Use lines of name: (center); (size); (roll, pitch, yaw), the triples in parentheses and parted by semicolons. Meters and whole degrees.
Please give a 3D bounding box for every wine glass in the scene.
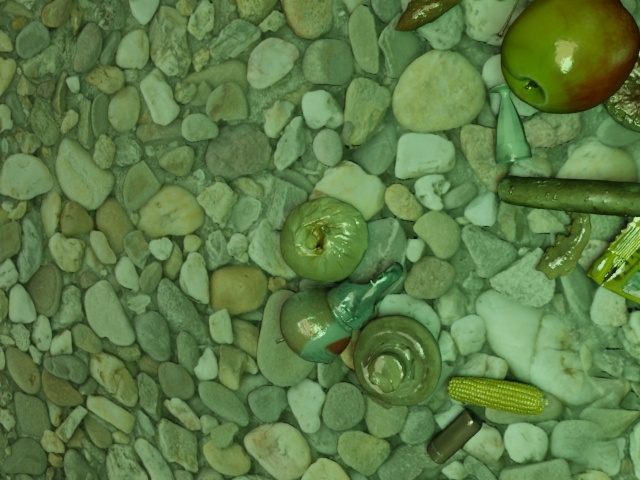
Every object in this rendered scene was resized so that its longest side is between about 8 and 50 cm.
wine glass: (0.387, -0.239, 1.086); (0.073, 0.073, 0.155); (-6, 90, 22)

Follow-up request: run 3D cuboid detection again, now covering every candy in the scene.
candy: (0.675, 0.083, 0.994); (0.297, 0.081, 0.187); (36, 107, 5)

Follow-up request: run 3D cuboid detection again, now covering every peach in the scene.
peach: (0.448, -0.344, 0.967); (0.231, 0.231, 0.231); (2, 96, 21)

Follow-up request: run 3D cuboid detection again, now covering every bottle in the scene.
bottle: (0.300, 0.442, 1.193); (0.053, 0.053, 0.140); (43, 108, 12)

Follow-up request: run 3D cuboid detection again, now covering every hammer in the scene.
hammer: (0.398, -0.478, 1.088); (0.029, 0.014, 0.123); (33, 109, 25)

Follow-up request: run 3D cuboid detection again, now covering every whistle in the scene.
whistle: (0.047, 0.166, 1.203); (0.347, 0.189, 0.189); (-31, 84, 14)

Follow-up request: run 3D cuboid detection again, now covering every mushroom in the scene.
mushroom: (0.160, 0.268, 1.154); (0.204, 0.204, 0.204); (2, 96, 21)

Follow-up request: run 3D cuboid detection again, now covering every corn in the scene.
corn: (0.379, 0.333, 1.144); (0.206, 0.067, 0.067); (3, 96, 22)

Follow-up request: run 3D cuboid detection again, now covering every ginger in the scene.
ginger: (0.503, 0.002, 1.076); (0.069, 0.051, 0.173); (28, 98, 28)

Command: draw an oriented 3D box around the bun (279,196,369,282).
bun: (0.000, 0.000, 1.229); (0.222, 0.127, 0.222); (3, 96, 24)

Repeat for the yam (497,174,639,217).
yam: (0.501, -0.085, 1.015); (0.317, 0.067, 0.071); (10, 64, 39)

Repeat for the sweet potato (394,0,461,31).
sweet potato: (0.246, -0.505, 1.121); (0.205, 0.060, 0.068); (-25, 120, 12)

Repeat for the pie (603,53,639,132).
pie: (0.634, -0.299, 0.994); (0.195, 0.046, 0.195); (1, 92, 22)
